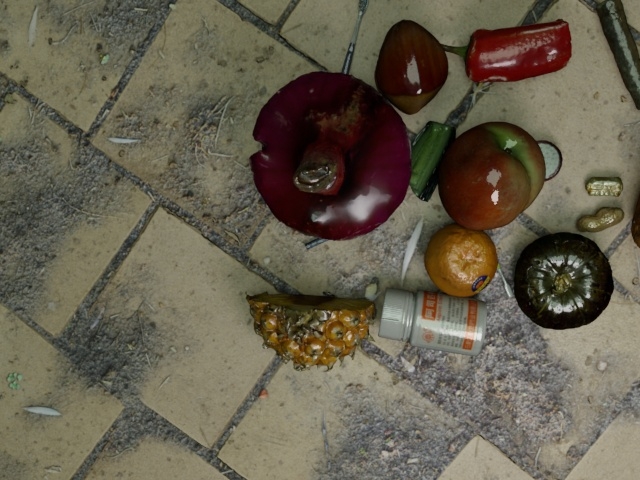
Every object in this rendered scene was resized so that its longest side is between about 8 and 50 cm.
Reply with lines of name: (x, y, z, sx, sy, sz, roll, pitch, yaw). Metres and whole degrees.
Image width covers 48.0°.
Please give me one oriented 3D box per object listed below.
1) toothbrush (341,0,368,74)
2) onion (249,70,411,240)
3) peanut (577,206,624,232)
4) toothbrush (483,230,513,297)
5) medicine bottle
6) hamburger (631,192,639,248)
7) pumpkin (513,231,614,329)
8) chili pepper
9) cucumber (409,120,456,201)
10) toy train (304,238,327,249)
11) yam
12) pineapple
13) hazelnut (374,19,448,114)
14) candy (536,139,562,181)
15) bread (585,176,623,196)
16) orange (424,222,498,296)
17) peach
toothbrush: (0.074, -0.464, 1.775, 0.024, 0.026, 0.288, 17, 98, 8)
onion: (0.024, -0.185, 1.610, 0.398, 0.420, 0.399, 0, 96, 0)
peanut: (0.675, -0.050, 1.732, 0.113, 0.054, 0.054, -20, 93, 9)
toothbrush: (0.419, 0.021, 1.779, 0.022, 0.026, 0.263, -25, 92, 2)
medicine bottle: (0.272, 0.197, 1.756, 0.252, 0.144, 0.145, 7, 96, 7)
hamburger: (0.813, -0.093, 1.592, 0.174, 0.284, 0.305, 19, 101, 3)
pumpkin: (0.575, 0.098, 1.701, 0.237, 0.159, 0.238, 1, 97, 11)
chili pepper: (0.405, -0.432, 1.685, 0.338, 0.134, 0.131, -6, 108, 6)
cucumber: (0.267, -0.191, 1.751, 0.085, 0.115, 0.193, 20, 94, -39)
toy train: (0.000, 0.000, 1.831, 0.083, 0.017, 0.017, -24, 93, 8)
yam: (0.718, -0.438, 1.686, 0.061, 0.061, 0.274, -22, 93, 8)
pineapple: (-0.042, 0.245, 1.725, 0.344, 0.286, 0.209, 3, 96, 7)
hazelnut: (0.203, -0.402, 1.670, 0.181, 0.212, 0.181, 43, 91, 2)
candy: (0.532, -0.192, 1.737, 0.103, 0.043, 0.103, 1, 96, 6)
bread: (0.682, -0.130, 1.731, 0.087, 0.034, 0.049, -1, 110, 11)
orange: (0.337, 0.046, 1.727, 0.177, 0.155, 0.178, -1, 101, -3)
peach: (0.387, -0.145, 1.658, 0.252, 0.252, 0.253, 1, 95, 7)
